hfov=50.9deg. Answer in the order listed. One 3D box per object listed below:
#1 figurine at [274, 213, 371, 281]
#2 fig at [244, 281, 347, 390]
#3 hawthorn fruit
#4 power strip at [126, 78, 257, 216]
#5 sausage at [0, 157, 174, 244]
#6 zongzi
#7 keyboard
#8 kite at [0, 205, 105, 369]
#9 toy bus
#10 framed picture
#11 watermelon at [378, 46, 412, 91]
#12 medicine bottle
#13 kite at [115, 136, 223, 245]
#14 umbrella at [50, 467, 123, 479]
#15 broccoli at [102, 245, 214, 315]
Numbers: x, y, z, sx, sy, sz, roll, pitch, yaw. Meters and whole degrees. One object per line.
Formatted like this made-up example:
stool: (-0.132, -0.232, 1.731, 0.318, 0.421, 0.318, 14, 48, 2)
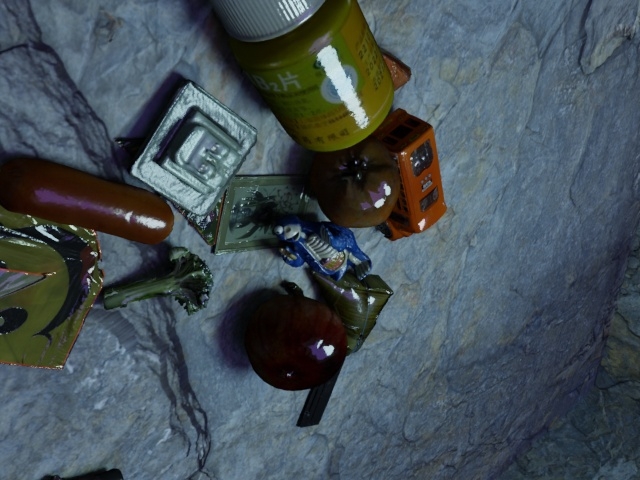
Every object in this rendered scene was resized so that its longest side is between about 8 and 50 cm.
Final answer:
figurine: (-0.003, 0.004, 1.454, 0.262, 0.164, 0.120, 41, 45, -53)
fig: (-0.052, 0.224, 1.503, 0.214, 0.235, 0.235, -60, 166, -68)
hawthorn fruit: (0.073, -0.112, 1.437, 0.199, 0.199, 0.251, -49, 169, -9)
power strip: (-0.206, -0.148, 1.186, 0.213, 0.064, 0.198, 32, 88, -50)
sausage: (-0.365, -0.059, 1.084, 0.300, 0.083, 0.089, 15, 108, -45)
zongzi: (0.039, 0.179, 1.651, 0.242, 0.112, 0.221, 9, 111, -37)
keyboard: (0.009, 0.399, 1.831, 0.087, 0.017, 0.250, 4, 112, -45)
kite: (-0.507, 0.091, 1.102, 0.328, 0.013, 0.377, -27, 131, -31)
toy bus: (0.201, -0.130, 1.565, 0.143, 0.153, 0.329, -40, 138, -22)
framed picture: (-0.114, -0.057, 1.403, 0.231, 0.010, 0.173, -8, 121, -42)
watermelon: (0.155, -0.350, 1.417, 0.135, 0.094, 0.125, -28, 125, -36)
medicine bottle: (-0.035, -0.343, 1.124, 0.224, 0.224, 0.384, -48, 140, -10)
kite: (-0.234, -0.120, 1.240, 0.234, 0.016, 0.321, -48, 141, -12)
umbrella: (-0.532, 0.523, 1.309, 0.326, 0.094, 0.090, -7, 135, -42)
broccoli: (-0.303, 0.088, 1.256, 0.204, 0.118, 0.122, -10, 154, -23)
